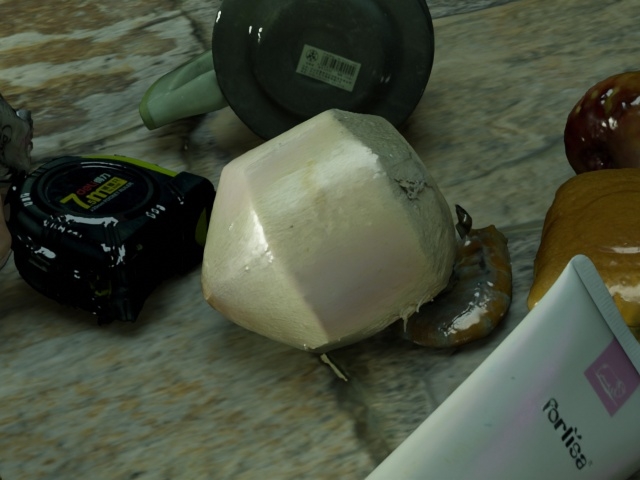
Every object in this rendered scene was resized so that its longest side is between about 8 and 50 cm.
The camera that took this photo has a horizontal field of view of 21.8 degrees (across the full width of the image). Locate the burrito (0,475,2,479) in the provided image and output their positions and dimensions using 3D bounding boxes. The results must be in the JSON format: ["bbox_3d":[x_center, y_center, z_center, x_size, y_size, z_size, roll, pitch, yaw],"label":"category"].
[{"bbox_3d":[-0.363,0.175,1.436,0.226,0.060,0.087,22,42,35],"label":"burrito"}]

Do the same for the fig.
[{"bbox_3d":[0.376,-0.100,1.730,0.257,0.159,0.159,-3,27,-39],"label":"fig"}]

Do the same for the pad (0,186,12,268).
[{"bbox_3d":[-0.446,-0.014,1.778,0.266,0.002,0.176,2,34,9],"label":"pad"}]

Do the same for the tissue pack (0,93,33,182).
[{"bbox_3d":[-0.490,-0.128,1.774,0.332,0.123,0.245,1,-6,9],"label":"tissue pack"}]

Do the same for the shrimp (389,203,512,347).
[{"bbox_3d":[0.121,0.034,1.606,0.132,0.051,0.187,4,38,12],"label":"shrimp"}]

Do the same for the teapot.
[{"bbox_3d":[-0.013,-0.206,1.891,0.239,0.321,0.239,39,19,-6],"label":"teapot"}]

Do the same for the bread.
[{"bbox_3d":[0.286,0.025,1.544,0.174,0.121,0.245,8,38,15],"label":"bread"}]

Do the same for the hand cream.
[{"bbox_3d":[0.156,0.171,1.324,0.359,0.185,0.118,-36,3,-34],"label":"hand cream"}]

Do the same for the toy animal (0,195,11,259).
[{"bbox_3d":[-0.462,-0.003,1.554,0.269,0.237,0.326,25,50,34],"label":"toy animal"}]

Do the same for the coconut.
[{"bbox_3d":[0.000,0.000,1.537,0.234,0.224,0.224,-40,41,-3],"label":"coconut"}]

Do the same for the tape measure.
[{"bbox_3d":[-0.214,-0.011,1.658,0.186,0.112,0.199,22,35,22],"label":"tape measure"}]
